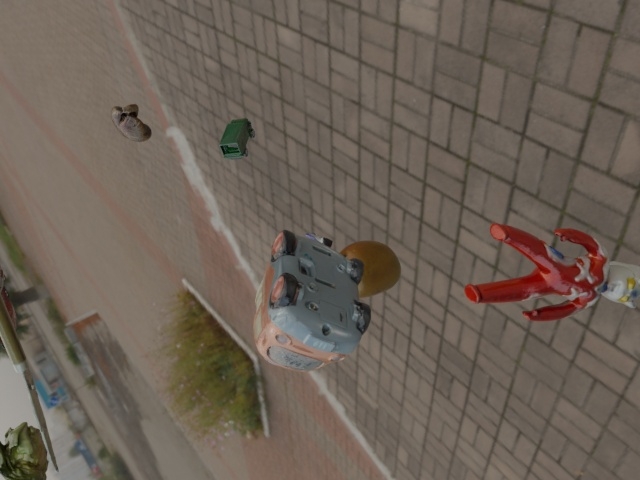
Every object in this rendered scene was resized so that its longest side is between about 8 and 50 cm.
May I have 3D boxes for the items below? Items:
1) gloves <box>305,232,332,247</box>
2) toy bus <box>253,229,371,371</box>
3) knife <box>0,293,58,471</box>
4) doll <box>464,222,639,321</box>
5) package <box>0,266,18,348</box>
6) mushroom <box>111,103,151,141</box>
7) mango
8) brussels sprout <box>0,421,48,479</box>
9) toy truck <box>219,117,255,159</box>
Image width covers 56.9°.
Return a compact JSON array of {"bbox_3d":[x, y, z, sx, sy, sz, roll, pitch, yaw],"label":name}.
[{"bbox_3d":[0.000,0.000,1.525,0.086,0.064,0.026,24,93,48],"label":"gloves"},{"bbox_3d":[-0.042,0.134,1.186,0.232,0.194,0.288,-50,27,31],"label":"toy bus"},{"bbox_3d":[-0.357,0.161,0.712,0.047,0.017,0.298,23,128,59],"label":"knife"},{"bbox_3d":[0.460,0.068,1.106,0.099,0.383,0.189,-125,45,-59],"label":"doll"},{"bbox_3d":[-0.866,0.137,1.566,0.194,0.071,0.270,-115,19,-72],"label":"package"},{"bbox_3d":[-0.575,-0.357,1.782,0.135,0.080,0.170,31,160,2],"label":"mushroom"},{"bbox_3d":[0.128,0.073,1.554,0.120,0.221,0.152,26,116,46],"label":"mango"},{"bbox_3d":[-0.650,0.475,1.292,0.181,0.100,0.139,13,129,61],"label":"brussels sprout"},{"bbox_3d":[-0.248,-0.306,1.769,0.065,0.147,0.079,-3,136,16],"label":"toy truck"}]
